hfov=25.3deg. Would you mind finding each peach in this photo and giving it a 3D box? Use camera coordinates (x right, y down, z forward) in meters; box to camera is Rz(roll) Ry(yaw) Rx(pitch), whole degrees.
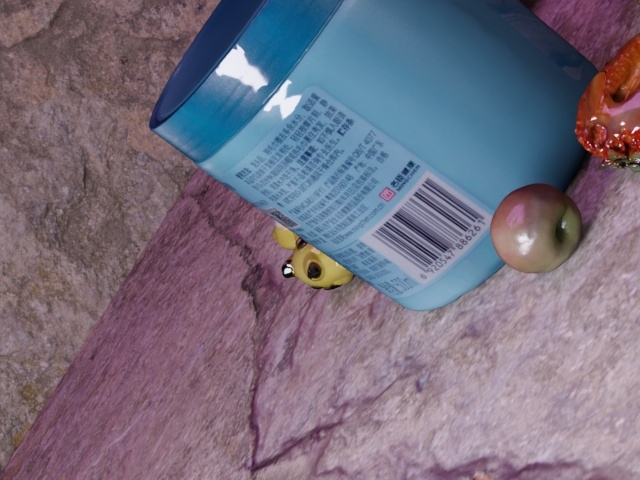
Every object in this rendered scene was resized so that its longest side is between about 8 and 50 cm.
[{"bbox_3d":[0.188,-0.010,1.258,0.083,0.083,0.083,-49,15,19],"label":"peach"}]

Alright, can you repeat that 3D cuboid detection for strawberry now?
[{"bbox_3d":[0.277,-0.130,1.242,0.104,0.048,0.152,23,94,44],"label":"strawberry"}]

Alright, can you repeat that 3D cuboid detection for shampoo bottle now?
[{"bbox_3d":[0.058,-0.146,1.449,0.331,0.342,0.331,-49,15,18],"label":"shampoo bottle"}]

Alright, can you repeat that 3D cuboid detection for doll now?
[{"bbox_3d":[0.000,-0.001,1.821,0.117,0.086,0.291,-13,14,-3],"label":"doll"}]

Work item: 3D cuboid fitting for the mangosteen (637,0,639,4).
[{"bbox_3d":[0.309,-0.167,1.120,0.140,0.140,0.140,-49,15,19],"label":"mangosteen"}]
